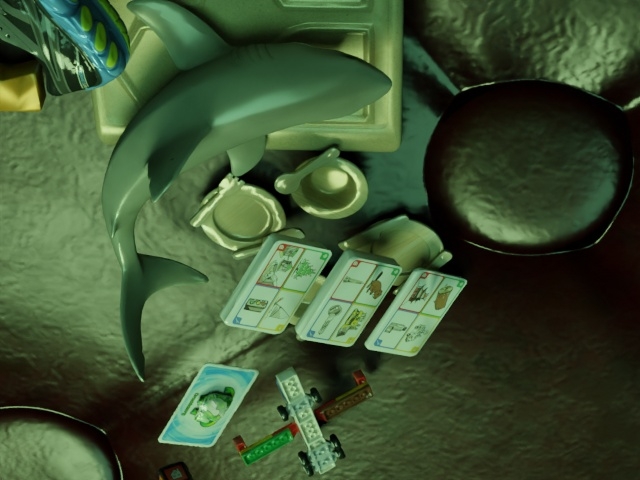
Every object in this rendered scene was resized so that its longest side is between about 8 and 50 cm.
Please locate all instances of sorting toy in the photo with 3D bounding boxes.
[{"bbox_3d":[-0.098,-0.155,1.068,0.307,0.041,0.229,2,130,4],"label":"sorting toy"}]

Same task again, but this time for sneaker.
[{"bbox_3d":[-0.197,-0.164,0.998,0.078,0.067,0.188,-27,115,24],"label":"sneaker"}]

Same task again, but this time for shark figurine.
[{"bbox_3d":[-0.100,-0.038,1.068,0.166,0.116,0.278,30,124,-17],"label":"shark figurine"}]

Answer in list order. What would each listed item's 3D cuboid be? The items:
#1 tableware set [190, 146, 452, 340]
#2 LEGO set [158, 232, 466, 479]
[{"bbox_3d":[0.000,0.000,1.169,0.141,0.020,0.168,-28,123,27],"label":"tableware set"},{"bbox_3d":[-0.027,0.096,1.193,0.182,0.060,0.244,12,120,-38],"label":"LEGO set"}]
